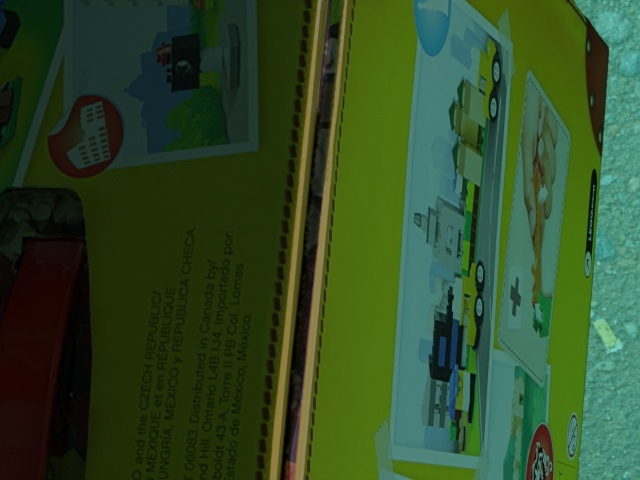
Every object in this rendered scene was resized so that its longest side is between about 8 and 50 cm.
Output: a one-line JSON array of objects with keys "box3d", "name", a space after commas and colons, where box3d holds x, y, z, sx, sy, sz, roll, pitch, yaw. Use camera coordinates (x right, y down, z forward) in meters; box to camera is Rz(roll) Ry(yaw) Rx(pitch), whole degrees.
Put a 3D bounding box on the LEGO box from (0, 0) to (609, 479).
[{"box3d": [-0.032, 0.106, 0.743, 0.372, 0.193, 0.500, 29, 65, -66], "name": "LEGO box"}]
